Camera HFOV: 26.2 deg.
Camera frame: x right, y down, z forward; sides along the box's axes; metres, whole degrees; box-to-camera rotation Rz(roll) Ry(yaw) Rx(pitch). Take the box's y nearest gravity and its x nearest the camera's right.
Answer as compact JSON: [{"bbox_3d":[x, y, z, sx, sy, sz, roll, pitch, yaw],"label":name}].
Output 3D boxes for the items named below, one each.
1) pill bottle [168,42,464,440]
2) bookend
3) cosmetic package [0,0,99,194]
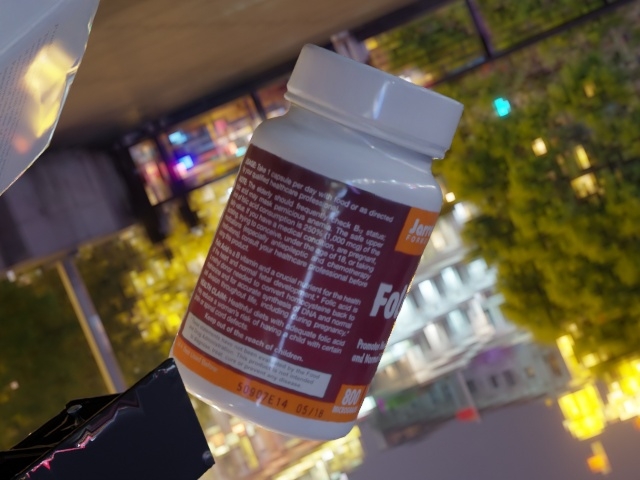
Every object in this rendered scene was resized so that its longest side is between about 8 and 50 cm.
[{"bbox_3d":[0.000,0.000,1.510,0.224,0.392,0.224,21,-173,-3],"label":"pill bottle"},{"bbox_3d":[-0.172,0.141,0.790,0.156,0.072,0.157,-11,-164,35],"label":"bookend"},{"bbox_3d":[-0.355,-0.094,1.102,0.230,0.161,0.453,-62,179,36],"label":"cosmetic package"}]
